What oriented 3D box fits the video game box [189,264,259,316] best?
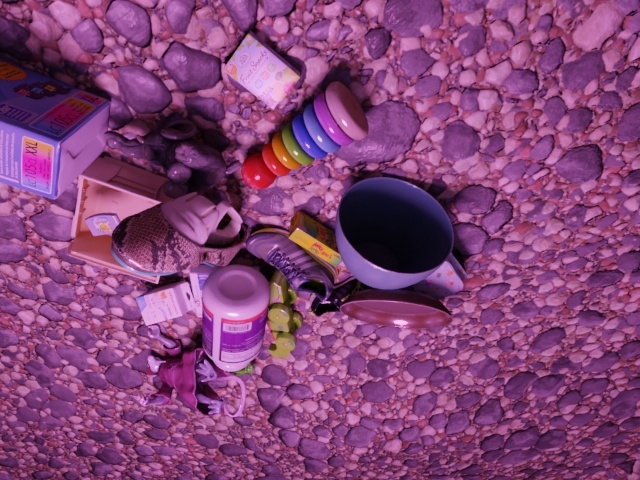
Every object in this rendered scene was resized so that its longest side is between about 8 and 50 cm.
[{"bbox_3d":[-0.287,0.161,1.389,0.205,0.048,0.187,1,128,0],"label":"video game box"}]

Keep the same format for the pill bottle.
[{"bbox_3d":[-0.246,0.233,1.293,0.181,0.182,0.323,9,132,-5],"label":"pill bottle"}]

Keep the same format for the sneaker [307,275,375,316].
[{"bbox_3d":[0.073,0.178,1.364,0.234,0.097,0.084,-20,123,15],"label":"sneaker"}]

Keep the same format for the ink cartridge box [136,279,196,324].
[{"bbox_3d":[-0.458,0.184,1.363,0.143,0.090,0.092,-16,97,12],"label":"ink cartridge box"}]

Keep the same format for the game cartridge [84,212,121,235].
[{"bbox_3d":[-0.535,-0.041,1.116,0.083,0.017,0.056,-9,121,7],"label":"game cartridge"}]

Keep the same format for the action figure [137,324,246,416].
[{"bbox_3d":[-0.448,0.430,1.502,0.370,0.248,0.275,-3,160,43],"label":"action figure"}]

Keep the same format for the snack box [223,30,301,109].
[{"bbox_3d":[-0.129,-0.375,1.006,0.141,0.037,0.100,35,118,-21],"label":"snack box"}]

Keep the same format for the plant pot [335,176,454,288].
[{"bbox_3d":[0.163,0.010,1.154,0.290,0.290,0.195,10,144,-7],"label":"plant pot"}]

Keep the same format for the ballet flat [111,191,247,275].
[{"bbox_3d":[-0.285,-0.026,1.049,0.182,0.483,0.164,-42,82,5],"label":"ballet flat"}]

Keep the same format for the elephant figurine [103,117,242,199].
[{"bbox_3d":[-0.349,-0.211,1.070,0.169,0.239,0.186,-50,152,4],"label":"elephant figurine"}]

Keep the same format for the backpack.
[{"bbox_3d":[0.298,0.087,1.272,0.188,0.144,0.166,-26,127,26],"label":"backpack"}]

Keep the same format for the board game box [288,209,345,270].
[{"bbox_3d":[0.000,0.000,1.240,0.181,0.092,0.043,32,119,-20],"label":"board game box"}]

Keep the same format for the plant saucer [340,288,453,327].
[{"bbox_3d":[0.211,0.190,1.265,0.310,0.050,0.311,7,160,3],"label":"plant saucer"}]

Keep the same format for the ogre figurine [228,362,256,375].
[{"bbox_3d":[-0.294,0.414,1.542,0.118,0.097,0.197,-3,115,17],"label":"ogre figurine"}]

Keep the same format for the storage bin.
[{"bbox_3d":[-0.513,-0.056,1.190,0.260,0.123,0.262,20,124,-13],"label":"storage bin"}]

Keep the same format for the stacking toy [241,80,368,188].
[{"bbox_3d":[-0.056,-0.227,1.071,0.330,0.141,0.141,-27,121,27],"label":"stacking toy"}]

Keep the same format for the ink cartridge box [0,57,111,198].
[{"bbox_3d":[-0.695,-0.267,0.949,0.395,0.270,0.151,18,122,-12],"label":"ink cartridge box"}]

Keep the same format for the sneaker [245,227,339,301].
[{"bbox_3d":[-0.075,0.069,1.273,0.299,0.121,0.111,28,121,-18],"label":"sneaker"}]

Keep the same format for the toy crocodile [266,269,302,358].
[{"bbox_3d":[-0.124,0.234,1.389,0.105,0.115,0.341,4,131,11],"label":"toy crocodile"}]
